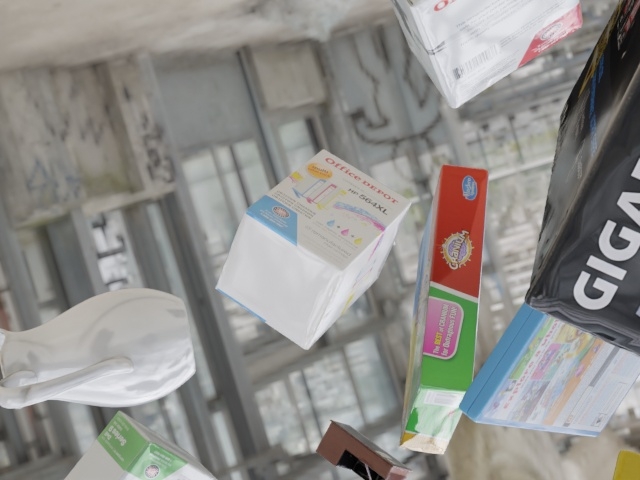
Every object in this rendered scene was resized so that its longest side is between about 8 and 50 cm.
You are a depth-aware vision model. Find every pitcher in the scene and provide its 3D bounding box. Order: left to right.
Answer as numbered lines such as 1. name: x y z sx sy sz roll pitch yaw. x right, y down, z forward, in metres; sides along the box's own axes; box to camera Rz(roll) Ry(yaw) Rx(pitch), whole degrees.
1. pitcher: -0.237 0.126 1.297 0.207 0.125 0.178 -10 -166 -10

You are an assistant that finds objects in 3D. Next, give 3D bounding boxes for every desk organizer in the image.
1. desk organizer: 0.057 0.302 1.696 0.130 0.050 0.047 30 -177 42

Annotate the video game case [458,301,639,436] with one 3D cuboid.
1. video game case: 0.146 0.050 0.661 0.166 0.015 0.119 18 107 -55

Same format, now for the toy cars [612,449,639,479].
1. toy cars: 0.286 0.323 1.264 0.393 0.176 0.087 -23 168 -10

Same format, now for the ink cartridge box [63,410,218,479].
1. ink cartridge box: -0.261 0.352 1.610 0.093 0.154 0.212 32 -97 45

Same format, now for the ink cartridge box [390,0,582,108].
1. ink cartridge box: 0.186 -0.298 1.438 0.197 0.114 0.273 -33 157 3

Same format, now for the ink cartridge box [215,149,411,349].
1. ink cartridge box: 0.000 0.000 0.999 0.143 0.092 0.090 -43 161 -49

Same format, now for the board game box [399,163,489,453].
1. board game box: 0.164 0.095 1.649 0.064 0.316 0.242 8 151 1

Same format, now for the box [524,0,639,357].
1. box: 0.179 -0.133 0.484 0.073 0.293 0.295 24 -157 5
